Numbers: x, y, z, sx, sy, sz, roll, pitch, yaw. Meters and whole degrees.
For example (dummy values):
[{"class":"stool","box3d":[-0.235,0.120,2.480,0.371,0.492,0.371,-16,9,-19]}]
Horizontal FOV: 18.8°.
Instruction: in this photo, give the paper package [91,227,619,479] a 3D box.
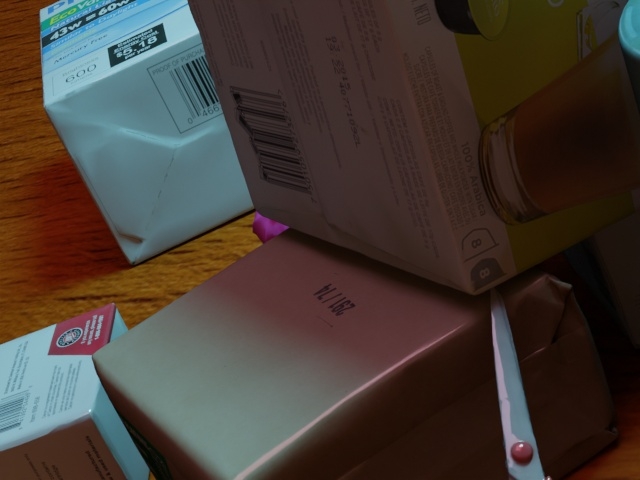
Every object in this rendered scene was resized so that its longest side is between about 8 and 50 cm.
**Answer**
[{"class":"paper package","box3d":[0.018,0.124,1.550,0.309,0.168,0.325,-32,26,-14]}]

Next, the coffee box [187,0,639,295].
[{"class":"coffee box","box3d":[0.117,-0.202,1.536,0.334,0.337,0.338,-26,22,-23]}]

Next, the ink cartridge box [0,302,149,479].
[{"class":"ink cartridge box","box3d":[-0.298,0.191,1.777,0.273,0.114,0.197,-20,26,11]}]

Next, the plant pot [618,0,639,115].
[{"class":"plant pot","box3d":[0.379,-0.048,1.350,0.341,0.334,0.341,-21,24,10]}]

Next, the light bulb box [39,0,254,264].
[{"class":"light bulb box","box3d":[-0.124,-0.199,2.261,0.358,0.225,0.361,-25,25,2]}]

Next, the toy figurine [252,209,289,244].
[{"class":"toy figurine","box3d":[0.000,0.000,1.823,0.130,0.159,0.173,-15,26,22]}]

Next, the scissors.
[{"class":"scissors","box3d":[0.134,0.166,1.333,0.109,0.021,0.297,-21,62,-5]}]

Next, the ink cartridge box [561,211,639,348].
[{"class":"ink cartridge box","box3d":[0.349,-0.075,1.676,0.309,0.130,0.272,-25,25,0]}]
